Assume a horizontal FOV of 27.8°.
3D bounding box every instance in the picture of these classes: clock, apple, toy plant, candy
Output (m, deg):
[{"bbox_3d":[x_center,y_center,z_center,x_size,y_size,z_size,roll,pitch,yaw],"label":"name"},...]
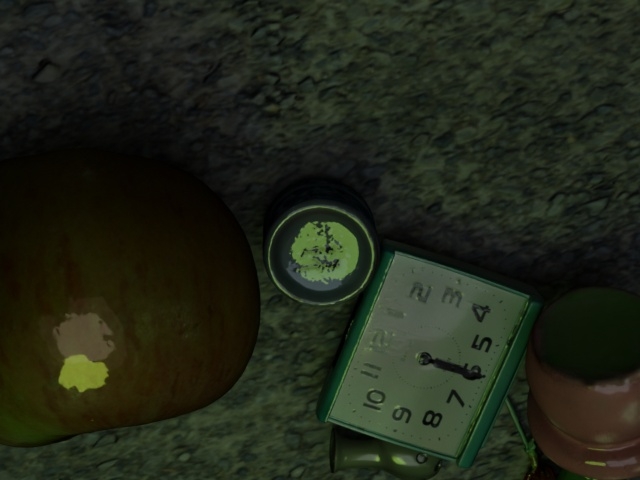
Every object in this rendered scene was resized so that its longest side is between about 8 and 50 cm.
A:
[{"bbox_3d":[0.141,0.143,1.717,0.231,0.116,0.262,18,108,-7],"label":"clock"},{"bbox_3d":[-0.270,0.056,1.489,0.400,0.400,0.333,-15,88,1],"label":"apple"},{"bbox_3d":[0.357,0.247,1.676,0.317,0.211,0.356,-45,145,-28],"label":"toy plant"},{"bbox_3d":[0.290,0.290,1.823,0.060,0.060,0.201,-23,104,4],"label":"candy"}]

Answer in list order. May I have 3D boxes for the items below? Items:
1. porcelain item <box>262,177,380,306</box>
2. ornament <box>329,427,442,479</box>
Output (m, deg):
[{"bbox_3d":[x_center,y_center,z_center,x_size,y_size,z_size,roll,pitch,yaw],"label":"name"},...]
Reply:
[{"bbox_3d":[0.000,0.000,1.636,0.147,0.114,0.147,0,110,-1],"label":"porcelain item"},{"bbox_3d":[0.092,0.291,1.785,0.156,0.075,0.081,4,97,-5],"label":"ornament"}]
